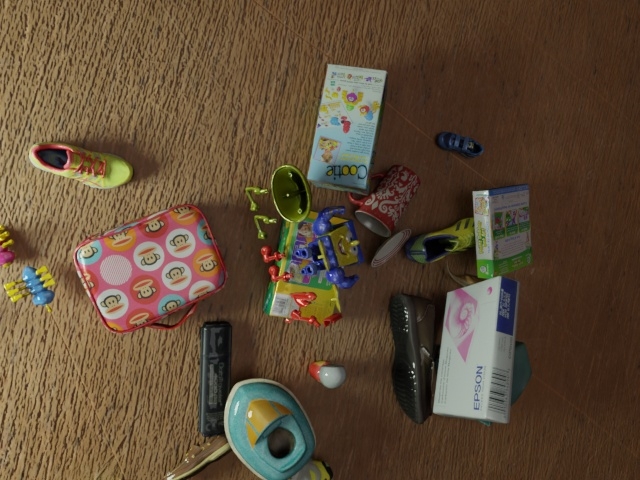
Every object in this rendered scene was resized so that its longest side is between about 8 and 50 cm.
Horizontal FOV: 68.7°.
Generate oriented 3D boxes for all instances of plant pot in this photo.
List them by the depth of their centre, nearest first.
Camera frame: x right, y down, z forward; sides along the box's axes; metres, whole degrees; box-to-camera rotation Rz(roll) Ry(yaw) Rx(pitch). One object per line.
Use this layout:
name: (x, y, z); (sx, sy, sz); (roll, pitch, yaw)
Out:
plant pot: (0.489, 0.381, 1.365); (0.234, 0.165, 0.165); (-22, 101, -27)

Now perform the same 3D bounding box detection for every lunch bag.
lunch bag: (-0.363, 0.073, 1.048); (0.293, 0.120, 0.258); (-23, 102, -18)

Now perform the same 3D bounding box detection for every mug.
mug: (0.171, -0.120, 1.236); (0.150, 0.113, 0.169); (40, 77, -20)

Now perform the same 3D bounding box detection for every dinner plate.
dinner plate: (0.186, 0.017, 1.250); (0.141, 0.141, 0.017); (-39, 69, -13)

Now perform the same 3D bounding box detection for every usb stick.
usb stick: (-0.257, 0.335, 1.141); (0.077, 0.045, 0.277); (1, 91, -24)

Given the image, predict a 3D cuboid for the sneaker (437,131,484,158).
sneaker: (0.401, -0.275, 1.334); (0.144, 0.059, 0.053); (13, 92, -19)

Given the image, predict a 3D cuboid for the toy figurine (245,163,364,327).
toy figurine: (0.000, 0.000, 1.108); (0.217, 0.191, 0.362); (-20, 92, -48)

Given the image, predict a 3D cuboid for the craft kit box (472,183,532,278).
craft kit box: (0.533, -0.033, 1.356); (0.250, 0.061, 0.246); (-10, 95, -42)

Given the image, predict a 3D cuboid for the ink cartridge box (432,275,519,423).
ink cartridge box: (0.363, 0.278, 1.182); (0.072, 0.330, 0.324); (17, 69, -12)

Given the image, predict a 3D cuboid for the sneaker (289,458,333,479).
sneaker: (-0.043, 0.756, 1.202); (0.147, 0.145, 0.384); (4, 94, -19)

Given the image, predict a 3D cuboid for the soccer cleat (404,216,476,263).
soccer cleat: (0.375, 0.002, 1.310); (0.289, 0.121, 0.093); (-16, 99, -20)

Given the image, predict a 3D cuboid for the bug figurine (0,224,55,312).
bug figurine: (-0.695, 0.090, 0.954); (0.279, 0.072, 0.216); (-23, 95, -12)

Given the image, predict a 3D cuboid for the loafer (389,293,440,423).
loafer: (0.281, 0.324, 1.293); (0.130, 0.134, 0.365); (-5, 96, -19)

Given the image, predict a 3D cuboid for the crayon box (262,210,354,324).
crayon box: (-0.031, 0.063, 1.189); (0.166, 0.081, 0.278); (13, 89, -21)

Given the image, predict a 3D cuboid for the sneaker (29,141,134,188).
sneaker: (-0.507, -0.159, 0.993); (0.209, 0.094, 0.081); (8, 90, -22)

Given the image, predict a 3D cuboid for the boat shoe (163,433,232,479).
boat shoe: (-0.300, 0.530, 1.140); (0.178, 0.064, 0.060); (-27, 66, -20)

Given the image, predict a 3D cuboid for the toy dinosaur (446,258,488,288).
toy dinosaur: (0.430, 0.125, 1.382); (0.212, 0.064, 0.112); (10, 74, -30)

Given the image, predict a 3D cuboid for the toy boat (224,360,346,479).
toy boat: (-0.075, 0.410, 1.141); (0.318, 0.148, 0.267); (-42, 99, -21)

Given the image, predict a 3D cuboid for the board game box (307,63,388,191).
board game box: (0.071, -0.263, 1.147); (0.145, 0.142, 0.275); (11, 90, 8)
